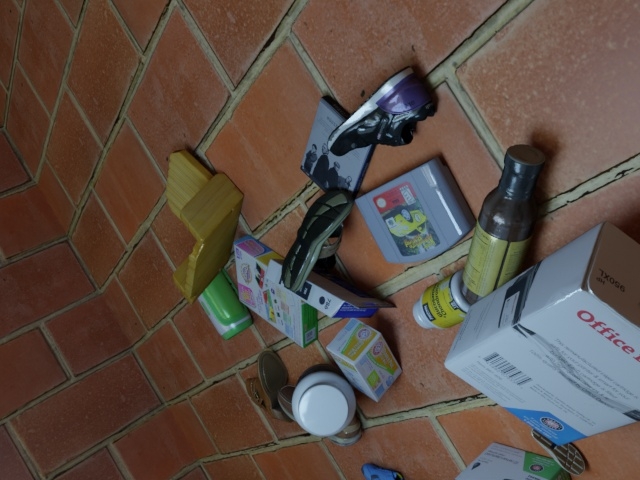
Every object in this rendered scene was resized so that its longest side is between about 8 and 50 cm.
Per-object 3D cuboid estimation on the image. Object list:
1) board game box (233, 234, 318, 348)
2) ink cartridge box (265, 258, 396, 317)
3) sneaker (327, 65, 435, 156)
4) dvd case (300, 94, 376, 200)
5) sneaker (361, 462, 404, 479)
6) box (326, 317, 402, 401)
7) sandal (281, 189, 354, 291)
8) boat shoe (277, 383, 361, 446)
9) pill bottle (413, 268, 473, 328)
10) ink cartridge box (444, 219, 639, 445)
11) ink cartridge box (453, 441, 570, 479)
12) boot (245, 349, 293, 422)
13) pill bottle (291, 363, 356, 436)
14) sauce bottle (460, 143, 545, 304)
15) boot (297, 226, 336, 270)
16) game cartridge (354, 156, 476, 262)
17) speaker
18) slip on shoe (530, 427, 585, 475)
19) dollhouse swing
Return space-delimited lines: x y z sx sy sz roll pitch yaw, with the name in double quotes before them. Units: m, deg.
"board game box" -0.139 0.154 2.168 0.317 0.064 0.242 32 137 36
"ink cartridge box" 0.022 0.136 1.851 0.333 0.165 0.065 26 103 41
"sneaker" 0.124 -0.232 1.488 0.124 0.107 0.283 53 139 1
"dvd case" 0.039 -0.205 1.702 0.179 0.030 0.238 46 143 21
"sneaker" 0.207 0.723 2.146 0.209 0.069 0.082 27 101 52
"box" 0.117 0.311 1.844 0.103 0.114 0.203 26 157 40
"sandal" -0.001 0.000 1.758 0.302 0.086 0.120 -59 34 27
"boat shoe" -0.003 0.522 2.225 0.325 0.123 0.116 19 125 34
"pill bottle" 0.285 0.137 1.562 0.103 0.103 0.184 57 146 5
"ink cartridge box" 0.455 0.181 1.236 0.286 0.166 0.395 35 145 -4
"ink cartridge box" 0.399 0.604 1.586 0.211 0.289 0.121 0 114 53
"boot" -0.194 0.499 2.481 0.220 0.109 0.283 5 125 56
"pill bottle" 0.009 0.446 1.970 0.176 0.176 0.318 58 178 4
"sauce bottle" 0.354 -0.022 1.352 0.111 0.111 0.344 37 139 31
"boot" -0.010 0.022 1.919 0.099 0.045 0.121 23 138 46
"game cartridge" 0.207 -0.052 1.575 0.196 0.060 0.294 59 147 -4
"speaker" -0.354 0.189 2.420 0.296 0.131 0.131 58 146 5
"slip on shoe" 0.520 0.456 1.547 0.135 0.051 0.041 38 -179 18
"dollhouse swing" -0.436 -0.056 2.225 0.305 0.315 0.346 31 141 7
